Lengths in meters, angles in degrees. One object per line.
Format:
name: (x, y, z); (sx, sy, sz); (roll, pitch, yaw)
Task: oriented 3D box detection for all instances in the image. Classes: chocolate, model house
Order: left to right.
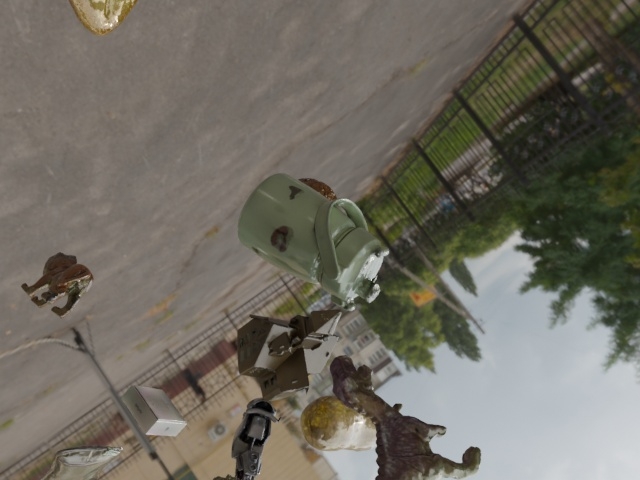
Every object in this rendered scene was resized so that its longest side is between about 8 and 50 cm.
model house: (-0.036, 0.216, 1.246); (0.180, 0.176, 0.248); (16, 140, -37)
chocolate: (0.062, 0.441, 1.450); (0.134, 0.134, 0.309); (-39, 146, 23)

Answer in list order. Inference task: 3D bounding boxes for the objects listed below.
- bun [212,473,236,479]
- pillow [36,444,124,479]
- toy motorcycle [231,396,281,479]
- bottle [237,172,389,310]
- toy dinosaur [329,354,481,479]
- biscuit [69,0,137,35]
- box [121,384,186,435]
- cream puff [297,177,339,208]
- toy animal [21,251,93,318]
bun: (-0.204, 0.818, 1.765); (0.204, 0.282, 0.281); (-16, 166, -22)
pillow: (-0.493, 0.461, 1.222); (0.130, 0.038, 0.233); (9, 140, -36)
toy motorcycle: (-0.139, 0.423, 1.283); (0.215, 0.080, 0.123); (-89, -157, -57)
bottle: (0.000, 0.000, 1.393); (0.229, 0.351, 0.229); (-44, 153, -30)
toy dinosaur: (0.068, 0.241, 0.610); (0.072, 0.199, 0.252); (-46, -160, 41)
biscuit: (-0.331, -0.453, 0.940); (0.203, 0.041, 0.260); (-29, 135, -66)
box: (-0.434, 0.445, 1.577); (0.051, 0.130, 0.129); (-49, 150, 1)
cream puff: (-0.085, -0.094, 2.040); (0.302, 0.212, 0.303); (-20, -145, 15)
toy animal: (-0.623, 0.095, 1.455); (0.312, 0.097, 0.158); (3, -132, 49)
